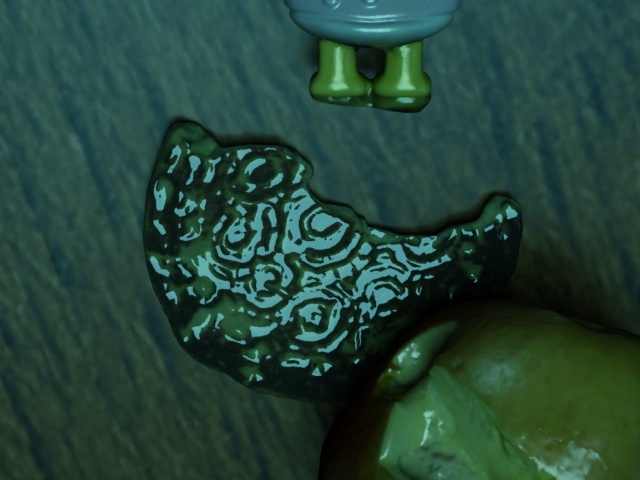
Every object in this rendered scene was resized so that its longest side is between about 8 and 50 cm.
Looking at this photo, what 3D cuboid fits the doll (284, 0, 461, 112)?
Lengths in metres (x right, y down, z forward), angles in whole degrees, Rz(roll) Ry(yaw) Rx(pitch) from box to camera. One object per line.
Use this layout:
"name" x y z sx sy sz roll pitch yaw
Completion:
"doll" 0.025 -0.162 0.782 0.129 0.081 0.207 3 106 1

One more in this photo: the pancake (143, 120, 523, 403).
"pancake" 0.000 0.000 0.869 0.184 0.020 0.190 -37 109 9

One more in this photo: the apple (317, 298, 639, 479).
"apple" 0.099 0.115 0.838 0.199 0.199 0.199 -1 109 -4
